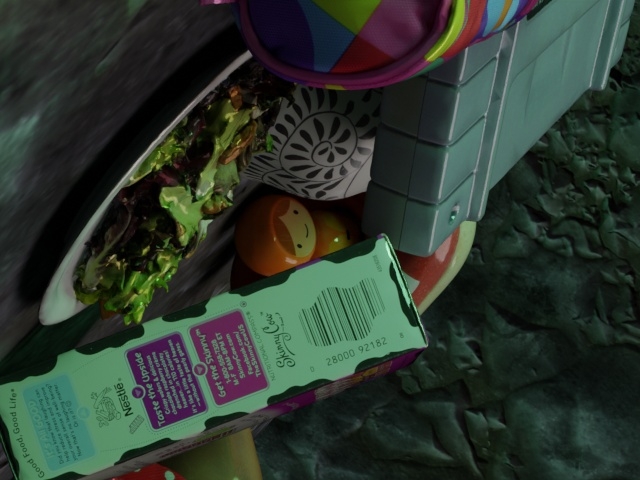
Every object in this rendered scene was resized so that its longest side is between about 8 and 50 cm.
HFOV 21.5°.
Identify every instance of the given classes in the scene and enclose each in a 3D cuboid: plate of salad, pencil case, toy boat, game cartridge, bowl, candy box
[{"bbox_3d":[-0.065,-0.027,0.843,0.200,0.048,0.200,-47,174,-6],"label":"plate of salad"},{"bbox_3d":[0.035,-0.123,0.728,0.104,0.104,0.236,-51,172,20],"label":"pencil case"},{"bbox_3d":[0.000,0.000,1.233,0.151,0.151,0.231,9,127,-49],"label":"toy boat"},{"bbox_3d":[0.137,-0.161,1.036,0.355,0.068,0.230,-42,151,-52],"label":"game cartridge"},{"bbox_3d":[0.032,-0.080,1.074,0.170,0.080,0.170,-47,174,-6],"label":"bowl"},{"bbox_3d":[-0.061,0.076,0.972,0.233,0.071,0.159,-21,172,-4],"label":"candy box"}]

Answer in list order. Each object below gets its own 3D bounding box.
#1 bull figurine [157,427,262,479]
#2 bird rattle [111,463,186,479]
[{"bbox_3d":[-0.104,0.236,1.407,0.188,0.101,0.310,-49,-143,44],"label":"bull figurine"},{"bbox_3d":[-0.189,0.275,1.258,0.253,0.207,0.143,-38,-170,-14],"label":"bird rattle"}]
